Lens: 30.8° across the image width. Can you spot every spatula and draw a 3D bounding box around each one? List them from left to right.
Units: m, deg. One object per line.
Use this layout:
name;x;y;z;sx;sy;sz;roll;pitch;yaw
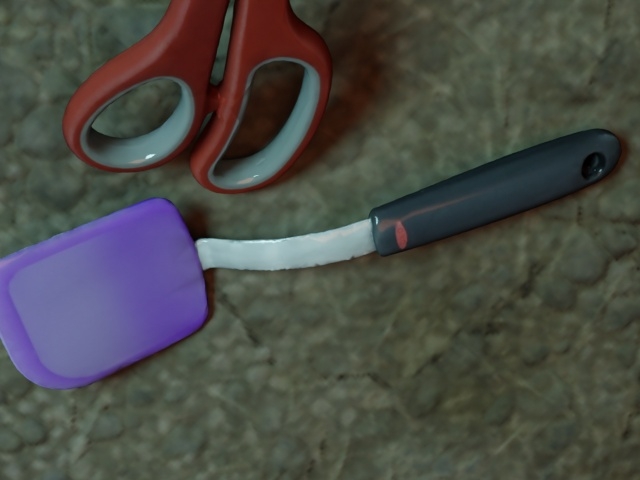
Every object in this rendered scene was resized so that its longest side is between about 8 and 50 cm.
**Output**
spatula;0.000;0.000;0.532;0.296;0.030;0.084;-15;126;-4

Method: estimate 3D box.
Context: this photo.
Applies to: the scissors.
scissors;-0.019;-0.112;0.415;0.109;0.021;0.297;3;143;-22
